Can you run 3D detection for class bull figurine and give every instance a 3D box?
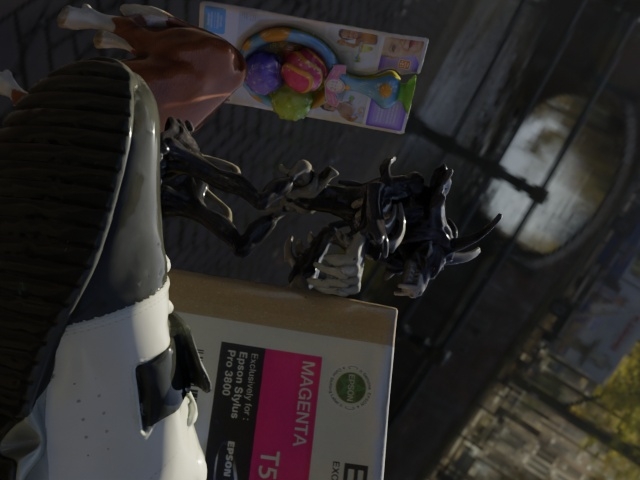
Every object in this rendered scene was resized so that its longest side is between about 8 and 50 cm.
[{"bbox_3d":[-0.200,-0.106,0.905,0.310,0.188,0.101,-48,161,-38],"label":"bull figurine"}]

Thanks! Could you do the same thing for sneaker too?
[{"bbox_3d":[-0.120,0.076,0.525,0.146,0.123,0.330,12,90,-51],"label":"sneaker"}]

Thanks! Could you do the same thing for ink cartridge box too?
[{"bbox_3d":[-0.054,0.150,0.714,0.088,0.193,0.234,128,-30,-69],"label":"ink cartridge box"}]

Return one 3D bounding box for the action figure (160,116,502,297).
[{"bbox_3d":[0.000,0.000,0.785,0.164,0.276,0.140,115,-12,-59],"label":"action figure"}]

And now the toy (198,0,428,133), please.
[{"bbox_3d":[-0.015,-0.168,1.071,0.136,0.237,0.056,102,-6,-49],"label":"toy"}]
